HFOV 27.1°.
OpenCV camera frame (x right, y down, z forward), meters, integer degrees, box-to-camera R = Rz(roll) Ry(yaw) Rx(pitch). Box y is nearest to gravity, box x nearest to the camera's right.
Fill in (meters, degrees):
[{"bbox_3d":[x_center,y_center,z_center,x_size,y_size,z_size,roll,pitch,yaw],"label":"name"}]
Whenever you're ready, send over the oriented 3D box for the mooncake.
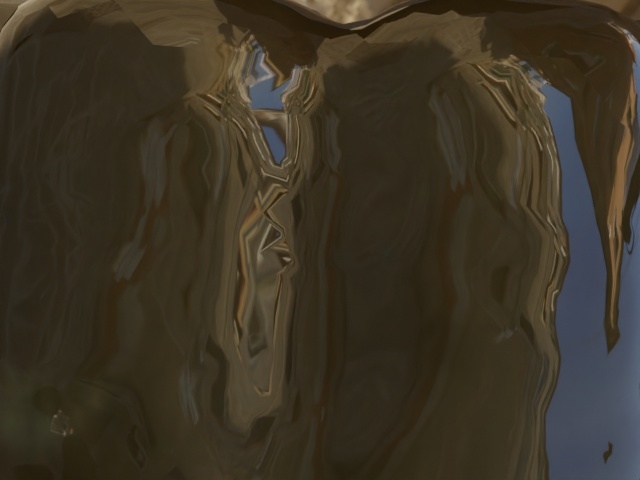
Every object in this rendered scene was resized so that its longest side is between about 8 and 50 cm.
[{"bbox_3d":[0.000,0.000,0.525,0.378,0.378,0.200,-21,119,-75],"label":"mooncake"}]
